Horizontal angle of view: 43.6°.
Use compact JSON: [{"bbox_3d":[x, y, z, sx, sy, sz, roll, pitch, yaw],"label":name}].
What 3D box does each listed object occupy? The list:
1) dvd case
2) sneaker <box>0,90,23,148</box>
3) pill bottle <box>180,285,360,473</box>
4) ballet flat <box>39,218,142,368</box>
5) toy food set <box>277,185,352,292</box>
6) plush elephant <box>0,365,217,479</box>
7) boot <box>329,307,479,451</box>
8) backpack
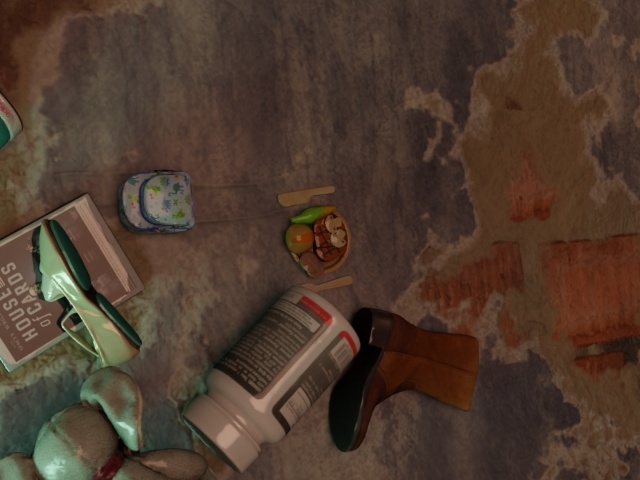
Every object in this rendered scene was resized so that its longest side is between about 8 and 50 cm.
[{"bbox_3d":[-0.415,0.061,1.220,0.239,0.029,0.179,-34,102,-24],"label":"dvd case"},{"bbox_3d":[-0.578,-0.204,1.091,0.295,0.124,0.178,47,58,-20],"label":"sneaker"},{"bbox_3d":[-0.082,0.224,1.301,0.283,0.161,0.161,-46,106,-21],"label":"pill bottle"},{"bbox_3d":[-0.363,0.088,1.188,0.086,0.086,0.248,-37,104,-23],"label":"ballet flat"},{"bbox_3d":[0.000,0.000,1.420,0.132,0.038,0.192,-14,94,-26],"label":"toy food set"},{"bbox_3d":[-0.313,0.339,1.141,0.272,0.330,0.255,-34,84,-16],"label":"plush elephant"},{"bbox_3d":[0.161,0.277,1.479,0.280,0.096,0.264,20,71,-31],"label":"boot"},{"bbox_3d":[-0.260,-0.062,1.271,0.114,0.084,0.105,-4,87,-24],"label":"backpack"}]
